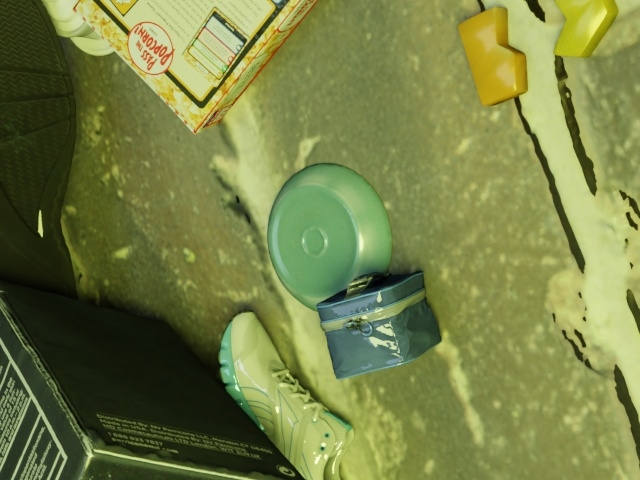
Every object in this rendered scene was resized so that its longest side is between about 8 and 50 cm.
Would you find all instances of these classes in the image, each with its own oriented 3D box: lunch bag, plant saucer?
[{"bbox_3d":[0.040,0.056,0.851,0.067,0.098,0.065,-16,90,22],"label":"lunch bag"},{"bbox_3d":[0.000,0.000,0.924,0.119,0.021,0.119,4,98,36],"label":"plant saucer"}]

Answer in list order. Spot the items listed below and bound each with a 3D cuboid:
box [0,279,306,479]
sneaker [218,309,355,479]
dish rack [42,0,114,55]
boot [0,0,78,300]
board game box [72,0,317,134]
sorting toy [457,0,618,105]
[{"bbox_3d":[-0.185,0.226,0.873,0.294,0.182,0.296,36,105,55],"label":"box"},{"bbox_3d":[-0.017,0.140,0.935,0.082,0.071,0.191,-22,85,22],"label":"sneaker"},{"bbox_3d":[-0.199,-0.354,1.001,0.286,0.072,0.333,53,123,19],"label":"dish rack"},{"bbox_3d":[-0.342,-0.044,1.077,0.284,0.138,0.378,5,105,46],"label":"boot"},{"bbox_3d":[-0.086,-0.202,0.924,0.147,0.045,0.193,46,121,3],"label":"board game box"},{"bbox_3d":[0.123,-0.260,0.790,0.229,0.041,0.307,-21,83,36],"label":"sorting toy"}]
